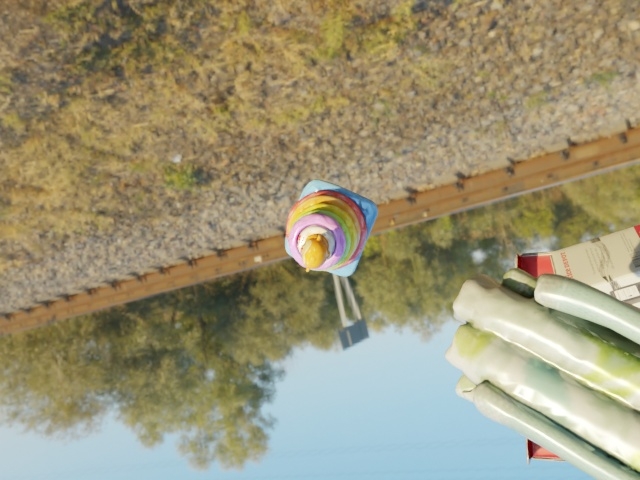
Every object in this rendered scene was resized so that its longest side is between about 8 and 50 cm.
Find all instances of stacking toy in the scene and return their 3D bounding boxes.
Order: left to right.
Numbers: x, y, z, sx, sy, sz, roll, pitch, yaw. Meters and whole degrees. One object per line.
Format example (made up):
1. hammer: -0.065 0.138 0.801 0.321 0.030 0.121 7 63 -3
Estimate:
1. stacking toy: 0.000 0.000 1.257 0.165 0.175 0.302 22 -166 2

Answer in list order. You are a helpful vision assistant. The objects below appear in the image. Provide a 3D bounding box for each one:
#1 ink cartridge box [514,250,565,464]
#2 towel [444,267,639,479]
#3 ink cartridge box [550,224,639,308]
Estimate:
1. ink cartridge box: 0.386 0.174 1.050 0.130 0.310 0.272 -5 174 23
2. towel: 0.258 0.140 0.375 0.374 0.090 0.320 28 176 22
3. ink cartridge box: 0.398 0.043 0.909 0.150 0.063 0.109 -20 -155 20
